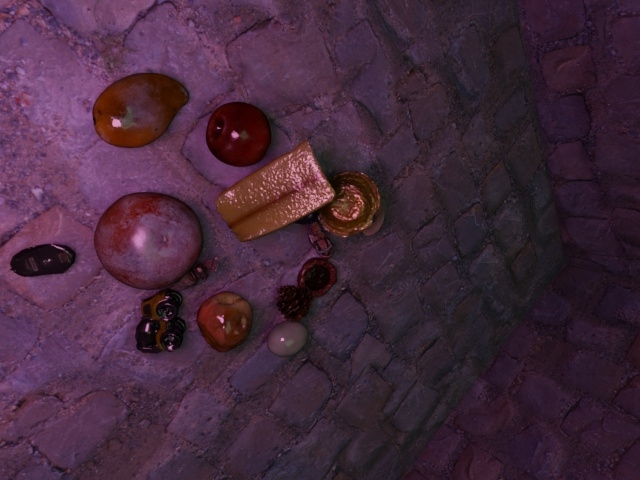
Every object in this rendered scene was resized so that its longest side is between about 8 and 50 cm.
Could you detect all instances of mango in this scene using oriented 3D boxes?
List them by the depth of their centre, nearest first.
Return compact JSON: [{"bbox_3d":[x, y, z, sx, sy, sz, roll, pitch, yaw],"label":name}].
[{"bbox_3d":[-0.541,-0.405,1.224,0.316,0.146,0.192,-45,128,-28],"label":"mango"}]

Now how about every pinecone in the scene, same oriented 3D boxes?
[{"bbox_3d":[-0.118,0.262,1.719,0.174,0.174,0.173,-11,110,-33],"label":"pinecone"}]

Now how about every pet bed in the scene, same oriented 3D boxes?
[{"bbox_3d":[-0.016,0.169,1.819,0.202,0.054,0.200,-8,106,-28],"label":"pet bed"}]

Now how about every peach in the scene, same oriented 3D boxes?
[{"bbox_3d":[-0.358,0.322,1.529,0.215,0.214,0.235,-13,117,-32],"label":"peach"}]

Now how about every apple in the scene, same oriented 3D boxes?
[{"bbox_3d":[-0.279,-0.362,1.374,0.202,0.218,0.217,3,102,-40],"label":"apple"}]

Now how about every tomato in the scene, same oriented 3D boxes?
[{"bbox_3d":[-0.538,0.000,1.271,0.317,0.283,0.315,-1,91,-36],"label":"tomato"}]

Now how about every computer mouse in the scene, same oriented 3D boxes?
[{"bbox_3d":[-0.834,0.057,1.210,0.172,0.057,0.098,-14,114,-19],"label":"computer mouse"}]

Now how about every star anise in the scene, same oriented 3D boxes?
[{"bbox_3d":[-0.447,0.129,1.416,0.172,0.208,0.063,-34,94,-34],"label":"star anise"}]

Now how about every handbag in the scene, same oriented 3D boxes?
[{"bbox_3d":[0.185,-0.126,1.832,0.179,0.117,0.204,-38,123,-20],"label":"handbag"}]

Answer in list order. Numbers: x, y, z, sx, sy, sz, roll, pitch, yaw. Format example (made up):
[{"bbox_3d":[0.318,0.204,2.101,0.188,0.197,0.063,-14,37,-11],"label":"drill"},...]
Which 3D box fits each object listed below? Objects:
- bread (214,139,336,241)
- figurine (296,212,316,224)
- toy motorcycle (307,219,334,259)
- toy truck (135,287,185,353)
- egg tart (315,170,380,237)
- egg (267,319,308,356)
[{"bbox_3d":[-0.170,-0.145,1.406,0.362,0.245,0.233,-31,96,-16],"label":"bread"},{"bbox_3d":[-0.088,-0.173,1.617,0.146,0.145,0.221,-19,113,-30],"label":"figurine"},{"bbox_3d":[0.000,0.000,1.737,0.084,0.118,0.212,-26,118,-11],"label":"toy motorcycle"},{"bbox_3d":[-0.574,0.286,1.417,0.166,0.147,0.224,-4,104,-11],"label":"toy truck"},{"bbox_3d":[0.112,-0.156,1.685,0.296,0.116,0.294,0,93,6],"label":"egg tart"},{"bbox_3d":[-0.141,0.425,1.745,0.193,0.150,0.149,-20,114,-38],"label":"egg"}]
